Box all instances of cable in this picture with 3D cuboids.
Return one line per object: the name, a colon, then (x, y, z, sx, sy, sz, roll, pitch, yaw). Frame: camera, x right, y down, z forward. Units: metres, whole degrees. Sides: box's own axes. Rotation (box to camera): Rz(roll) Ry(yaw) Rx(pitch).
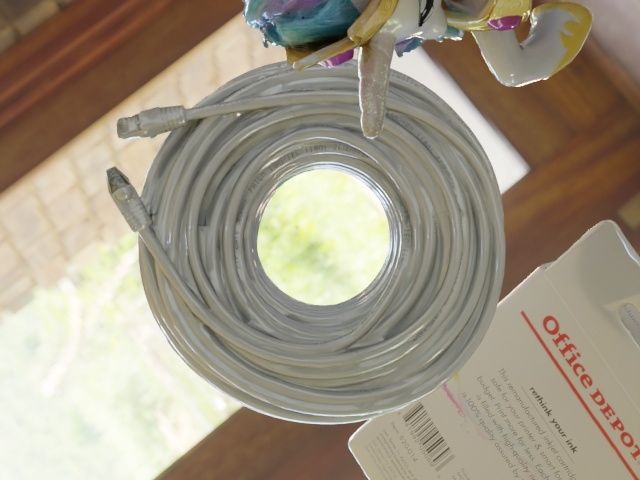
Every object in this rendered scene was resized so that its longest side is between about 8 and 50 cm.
cable: (0.000, 0.000, 1.113, 0.089, 0.257, 0.257, 164, 86, -87)

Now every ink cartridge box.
ink cartridge box: (0.205, 0.148, 1.305, 0.353, 0.119, 0.207, -46, 69, 38)

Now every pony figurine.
pony figurine: (0.074, -0.239, 0.880, 0.303, 0.363, 0.351, -16, 87, 42)
